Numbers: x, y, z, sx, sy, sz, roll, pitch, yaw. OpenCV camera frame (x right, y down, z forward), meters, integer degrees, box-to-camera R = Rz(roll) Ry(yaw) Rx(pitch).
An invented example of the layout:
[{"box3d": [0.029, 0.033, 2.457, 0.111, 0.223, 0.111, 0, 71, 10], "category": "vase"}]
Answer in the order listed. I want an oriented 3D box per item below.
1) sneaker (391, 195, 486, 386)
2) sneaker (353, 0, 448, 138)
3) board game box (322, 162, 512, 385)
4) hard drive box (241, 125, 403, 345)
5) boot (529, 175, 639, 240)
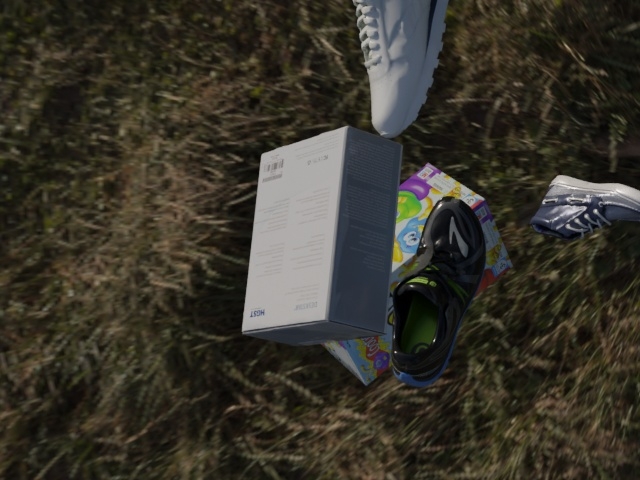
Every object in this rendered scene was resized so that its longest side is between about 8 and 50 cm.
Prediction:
[{"box3d": [0.110, 0.044, 1.168, 0.067, 0.078, 0.188, 12, 71, 18], "category": "sneaker"}, {"box3d": [0.073, -0.222, 1.261, 0.094, 0.090, 0.235, 12, 85, -20], "category": "sneaker"}, {"box3d": [0.109, 0.045, 1.753, 0.275, 0.144, 0.142, -38, 39, -11], "category": "board game box"}, {"box3d": [0.000, 0.000, 1.480, 0.181, 0.089, 0.232, -12, 67, 53], "category": "hard drive box"}, {"box3d": [0.384, -0.033, 1.743, 0.190, 0.069, 0.086, 15, 69, 55], "category": "boot"}]
